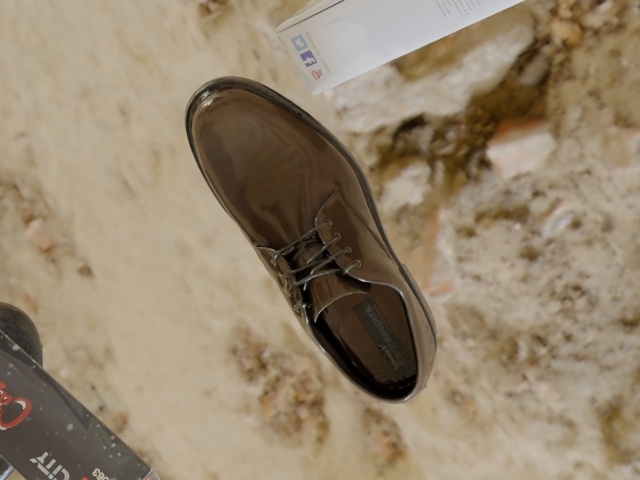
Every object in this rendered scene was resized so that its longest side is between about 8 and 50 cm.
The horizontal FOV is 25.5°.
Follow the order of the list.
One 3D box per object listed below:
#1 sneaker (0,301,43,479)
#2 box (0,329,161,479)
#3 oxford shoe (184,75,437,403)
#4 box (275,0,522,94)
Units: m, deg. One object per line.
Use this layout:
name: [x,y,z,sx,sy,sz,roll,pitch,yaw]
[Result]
sneaker: [-0.313,0.171,1.067,0.313,0.116,0.136,-63,28,10]
box: [-0.175,0.070,0.732,0.233,0.044,0.159,40,166,12]
oxford shoe: [0.000,0.000,0.835,0.227,0.083,0.096,52,-170,-10]
box: [0.149,-0.215,0.912,0.322,0.232,0.058,-19,109,39]
